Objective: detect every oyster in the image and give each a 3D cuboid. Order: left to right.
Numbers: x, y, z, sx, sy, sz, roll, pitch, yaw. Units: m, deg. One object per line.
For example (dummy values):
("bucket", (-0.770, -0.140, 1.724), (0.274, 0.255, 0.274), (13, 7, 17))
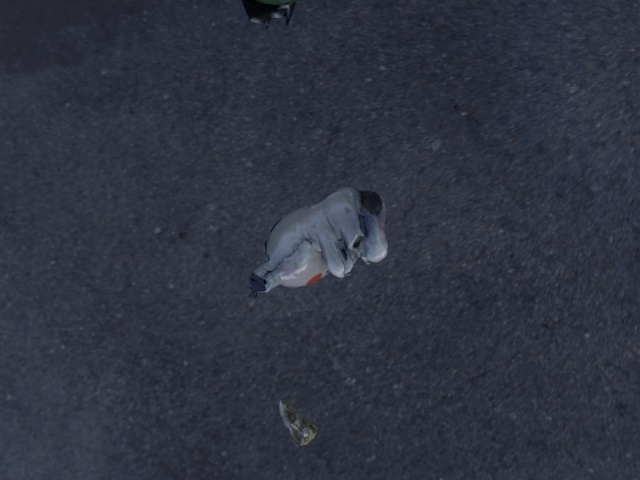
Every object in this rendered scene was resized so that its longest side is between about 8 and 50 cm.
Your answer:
("oyster", (-0.032, 0.263, 1.187), (0.080, 0.038, 0.083), (101, 147, -61))

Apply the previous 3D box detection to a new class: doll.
("doll", (0.000, 0.000, 1.029), (0.192, 0.149, 0.095), (-26, 114, 20))

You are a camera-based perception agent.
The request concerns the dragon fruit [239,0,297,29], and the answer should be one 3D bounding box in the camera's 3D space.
("dragon fruit", (-0.002, -0.206, 0.385), (0.189, 0.182, 0.182), (10, 112, 62))
